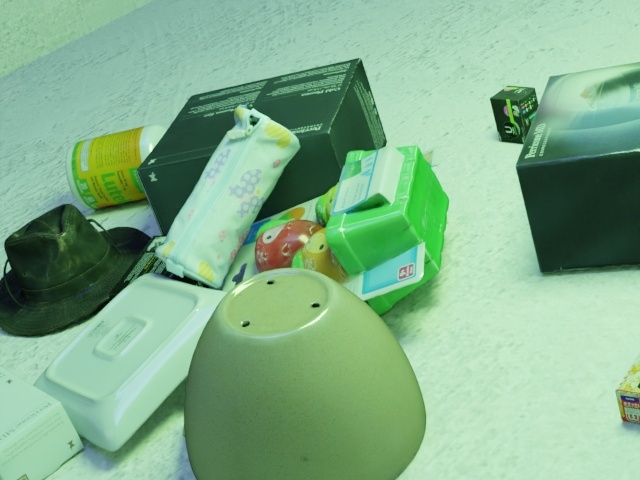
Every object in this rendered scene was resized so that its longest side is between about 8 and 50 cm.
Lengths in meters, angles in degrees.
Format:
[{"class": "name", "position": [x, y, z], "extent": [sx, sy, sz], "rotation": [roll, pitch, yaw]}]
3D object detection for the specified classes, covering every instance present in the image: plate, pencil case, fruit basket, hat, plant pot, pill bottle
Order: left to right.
[{"class": "hat", "position": [-0.441, 0.017, 1.858], "extent": [0.331, 0.134, 0.331], "rotation": [-15, 26, 7]}, {"class": "plate", "position": [-0.264, 0.146, 1.513], "extent": [0.278, 0.045, 0.277], "rotation": [9, 50, 51]}, {"class": "pill bottle", "position": [-0.351, -0.147, 2.104], "extent": [0.246, 0.136, 0.136], "rotation": [-11, 28, 16]}, {"class": "pencil case", "position": [-0.137, -0.064, 1.628], "extent": [0.273, 0.114, 0.124], "rotation": [-61, -1, -1]}, {"class": "plant pot", "position": [-0.033, 0.144, 1.244], "extent": [0.284, 0.190, 0.284], "rotation": [-9, 32, 6]}, {"class": "fruit basket", "position": [0.000, 0.000, 1.569], "extent": [0.353, 0.165, 0.327], "rotation": [-15, 31, 22]}]

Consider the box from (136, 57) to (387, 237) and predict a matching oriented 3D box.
[{"class": "box", "position": [-0.090, -0.145, 1.884], "extent": [0.343, 0.178, 0.312], "rotation": [-9, 27, 19]}]

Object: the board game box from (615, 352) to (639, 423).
[{"class": "board game box", "position": [0.431, 0.143, 1.149], "extent": [0.194, 0.045, 0.147], "rotation": [5, 35, 39]}]

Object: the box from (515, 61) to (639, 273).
[{"class": "box", "position": [0.444, -0.113, 1.479], "extent": [0.294, 0.182, 0.296], "rotation": [-7, 28, 25]}]

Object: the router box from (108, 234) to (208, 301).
[{"class": "router box", "position": [-0.238, 0.053, 1.744], "extent": [0.133, 0.046, 0.179], "rotation": [-2, 31, 21]}]

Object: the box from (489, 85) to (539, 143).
[{"class": "box", "position": [0.332, -0.212, 1.844], "extent": [0.052, 0.083, 0.062], "rotation": [-37, 31, -32]}]

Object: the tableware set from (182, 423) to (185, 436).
[{"class": "tableware set", "position": [-0.103, 0.196, 1.404], "extent": [0.128, 0.039, 0.194], "rotation": [-5, 33, 6]}]

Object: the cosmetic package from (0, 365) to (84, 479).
[{"class": "cosmetic package", "position": [-0.431, 0.246, 1.470], "extent": [0.117, 0.085, 0.231], "rotation": [-37, 30, -31]}]
